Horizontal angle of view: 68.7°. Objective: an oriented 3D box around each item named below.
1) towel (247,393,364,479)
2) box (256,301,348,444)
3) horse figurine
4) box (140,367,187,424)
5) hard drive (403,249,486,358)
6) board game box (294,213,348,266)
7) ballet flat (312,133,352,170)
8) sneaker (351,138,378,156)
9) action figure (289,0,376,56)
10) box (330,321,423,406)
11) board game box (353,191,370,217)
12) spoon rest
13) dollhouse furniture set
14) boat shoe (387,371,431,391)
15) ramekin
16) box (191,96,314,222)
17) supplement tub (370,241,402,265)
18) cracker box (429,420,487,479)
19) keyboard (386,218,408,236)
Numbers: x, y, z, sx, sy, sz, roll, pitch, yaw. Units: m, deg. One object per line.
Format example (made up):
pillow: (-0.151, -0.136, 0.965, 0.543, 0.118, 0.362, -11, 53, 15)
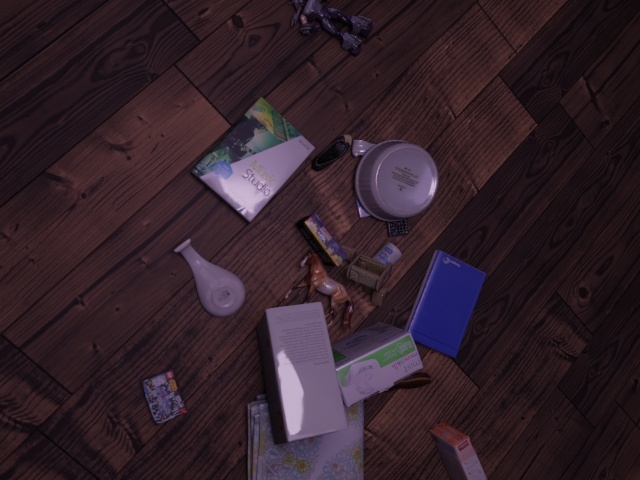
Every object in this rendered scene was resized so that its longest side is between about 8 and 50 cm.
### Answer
towel: (-0.043, 0.633, 1.452, 0.374, 0.090, 0.321, 1, 90, -16)
box: (-0.063, 0.377, 1.327, 0.168, 0.215, 0.345, -5, 67, -18)
horse figurine: (0.013, 0.171, 1.494, 0.263, 0.066, 0.174, 37, 84, -10)
box: (-0.455, 0.453, 1.363, 0.094, 0.027, 0.137, -20, 93, -17)
hard drive: (0.434, 0.221, 1.629, 0.210, 0.040, 0.319, 25, 81, -14)
board game box: (0.000, 0.000, 1.456, 0.048, 0.141, 0.170, -39, 99, -14)
ballet flat: (0.043, -0.285, 1.526, 0.173, 0.049, 0.057, -44, 101, -14)
sneaker: (0.174, -0.299, 1.571, 0.152, 0.054, 0.061, 8, 103, -14)
action figure: (0.026, -0.723, 1.515, 0.285, 0.099, 0.185, 26, 90, -10)
box: (0.137, 0.371, 1.437, 0.262, 0.231, 0.127, -22, 94, -15)
board game box: (0.163, -0.128, 1.572, 0.090, 0.020, 0.090, -13, 92, -15)
spoon rest: (-0.331, 0.110, 1.397, 0.137, 0.084, 0.276, -38, 112, -13)
dollhouse furniture set: (0.119, 0.127, 1.504, 0.181, 0.161, 0.101, 22, 43, 24)
boat shoe: (0.271, 0.453, 1.557, 0.207, 0.073, 0.073, 3, 47, -22)
ramekin: (0.253, -0.191, 1.506, 0.272, 0.127, 0.273, -2, 98, -14)
box: (-0.203, -0.248, 1.448, 0.232, 0.058, 0.322, 41, 77, -11)
supplement tub: (0.210, 0.065, 1.553, 0.107, 0.071, 0.071, -44, 100, -13)
cracker box: (0.469, 0.741, 1.560, 0.067, 0.155, 0.232, -26, 96, -16)
keyboard: (0.271, -0.107, 1.602, 0.108, 0.023, 0.180, -8, 91, -17)
